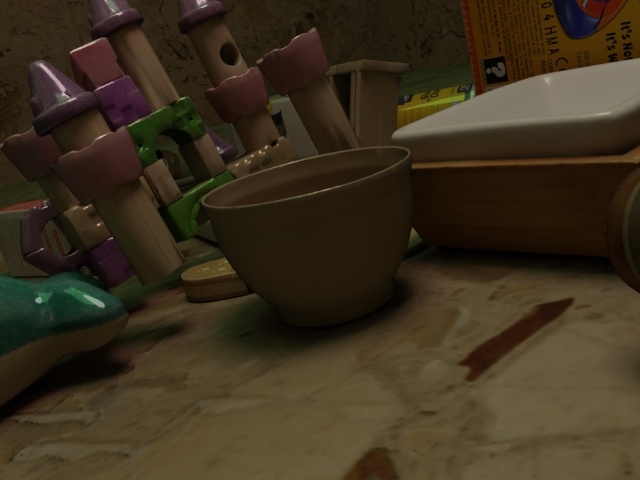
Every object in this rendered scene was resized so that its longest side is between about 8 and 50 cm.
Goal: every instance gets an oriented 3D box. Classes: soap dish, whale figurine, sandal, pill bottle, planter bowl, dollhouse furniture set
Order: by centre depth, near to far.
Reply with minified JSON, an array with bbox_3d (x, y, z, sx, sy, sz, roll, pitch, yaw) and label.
[{"bbox_3d":[-0.284,0.064,0.484,0.271,0.141,0.216,-19,16,-23],"label":"whale figurine"},{"bbox_3d":[0.000,0.000,0.529,0.161,0.109,0.162,-12,14,3],"label":"planter bowl"},{"bbox_3d":[0.226,-0.080,0.605,0.290,0.118,0.228,-26,19,-39],"label":"soap dish"},{"bbox_3d":[-0.019,-0.009,0.636,0.239,0.079,0.088,-13,15,1],"label":"sandal"},{"bbox_3d":[0.096,-0.151,0.871,0.183,0.130,0.129,-4,9,-29],"label":"dollhouse furniture set"},{"bbox_3d":[0.159,-0.169,1.014,0.184,0.103,0.103,-5,17,27],"label":"pill bottle"},{"bbox_3d":[-0.308,-0.127,1.299,0.120,0.086,0.303,-7,16,23],"label":"sandal"}]

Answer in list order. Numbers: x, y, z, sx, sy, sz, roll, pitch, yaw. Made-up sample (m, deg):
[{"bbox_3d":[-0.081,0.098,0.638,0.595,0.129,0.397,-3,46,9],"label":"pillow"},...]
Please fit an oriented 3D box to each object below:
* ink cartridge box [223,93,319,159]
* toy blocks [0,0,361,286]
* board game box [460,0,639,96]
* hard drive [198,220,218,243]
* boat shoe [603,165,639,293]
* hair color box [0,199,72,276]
[{"bbox_3d":[-0.027,-0.251,1.427,0.226,0.131,0.306,-25,17,-36],"label":"ink cartridge box"},{"bbox_3d":[-0.182,-0.126,0.684,0.288,0.260,0.308,-37,15,-31],"label":"toy blocks"},{"bbox_3d":[0.406,-0.310,0.816,0.356,0.357,0.356,0,20,39],"label":"board game box"},{"bbox_3d":[-0.044,-0.043,0.854,0.202,0.040,0.307,-20,17,-23],"label":"hard drive"},{"bbox_3d":[0.279,-0.021,0.397,0.307,0.111,0.104,-8,9,-18],"label":"boat shoe"},{"bbox_3d":[-0.347,-0.005,0.880,0.167,0.093,0.053,-2,19,35],"label":"hair color box"}]
